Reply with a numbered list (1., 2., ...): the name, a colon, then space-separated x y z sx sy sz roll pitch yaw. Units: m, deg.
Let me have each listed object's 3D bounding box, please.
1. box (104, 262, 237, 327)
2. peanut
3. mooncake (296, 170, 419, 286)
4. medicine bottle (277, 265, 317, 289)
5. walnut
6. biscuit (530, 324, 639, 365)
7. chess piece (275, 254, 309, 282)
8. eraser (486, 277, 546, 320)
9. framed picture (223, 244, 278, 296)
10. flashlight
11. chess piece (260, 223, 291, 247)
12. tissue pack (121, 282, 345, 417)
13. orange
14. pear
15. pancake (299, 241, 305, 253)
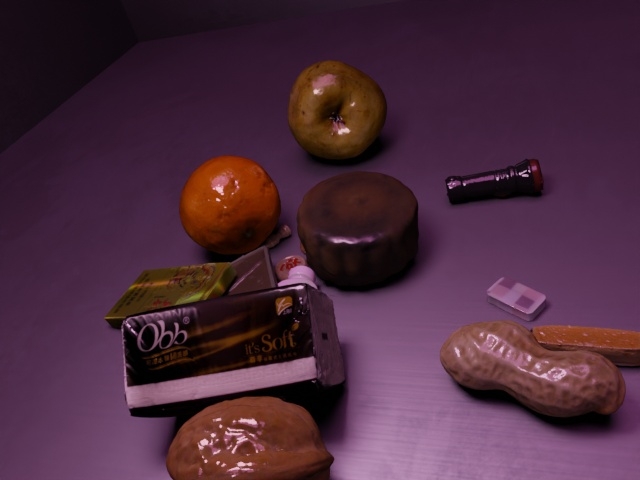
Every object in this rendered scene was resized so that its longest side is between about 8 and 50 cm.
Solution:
1. box: -0.359 0.132 1.345 0.311 0.043 0.173 -5 39 35
2. peanut: 0.352 0.214 0.963 0.299 0.120 0.136 15 84 34
3. mooncake: 0.090 -0.024 1.329 0.291 0.161 0.290 -6 40 5
4. medicine bottle: -0.060 0.149 1.239 0.115 0.078 0.219 -6 38 18
5. walnut: -0.105 0.359 0.882 0.257 0.257 0.224 -10 72 8
6. biscuit: 0.472 0.188 1.009 0.188 0.056 0.052 1 38 23
7. chess piece: -0.069 0.073 1.374 0.084 0.038 0.083 -9 36 7
8. eraser: 0.397 0.118 1.151 0.065 0.026 0.105 -38 42 -22
9. framed picture: -0.245 0.140 1.304 0.315 0.024 0.232 -28 31 5
10. flashlight: 0.434 -0.143 1.431 0.232 0.093 0.093 -11 37 15
11. chess piece: -0.121 -0.003 1.497 0.092 0.035 0.035 -40 43 -23
12. tissue pack: -0.150 0.208 1.044 0.370 0.210 0.198 -11 71 12
13. orange: -0.233 -0.090 1.463 0.261 0.261 0.261 -10 37 8
14. pear: 0.043 -0.393 1.737 0.304 0.303 0.303 -10 37 8
15. pancake: 0.000 0.001 1.462 0.115 0.011 0.114 -11 39 9
